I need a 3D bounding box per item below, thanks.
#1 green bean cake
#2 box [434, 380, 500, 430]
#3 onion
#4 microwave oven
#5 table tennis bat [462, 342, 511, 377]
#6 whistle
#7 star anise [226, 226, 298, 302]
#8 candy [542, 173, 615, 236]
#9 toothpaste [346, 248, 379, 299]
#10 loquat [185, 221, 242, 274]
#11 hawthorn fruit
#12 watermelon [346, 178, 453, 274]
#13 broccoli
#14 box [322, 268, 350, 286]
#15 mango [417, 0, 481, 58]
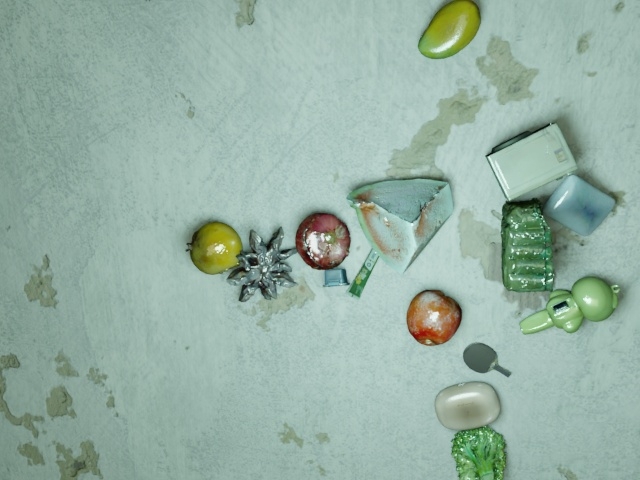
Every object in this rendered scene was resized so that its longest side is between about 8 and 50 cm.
[{"bbox_3d":[0.573,0.010,1.691,0.132,0.241,0.255,-4,100,16],"label":"green bean cake"},{"bbox_3d":[0.461,0.520,1.889,0.200,0.088,0.146,-14,96,14],"label":"box"},{"bbox_3d":[0.000,0.000,1.862,0.184,0.147,0.184,-4,99,-25],"label":"onion"},{"bbox_3d":[0.592,-0.224,1.701,0.205,0.129,0.163,-25,93,14],"label":"microwave oven"},{"bbox_3d":[0.524,0.382,1.889,0.158,0.014,0.095,30,104,6],"label":"table tennis bat"},{"bbox_3d":[0.741,0.205,1.774,0.294,0.141,0.141,-38,92,34],"label":"whistle"},{"bbox_3d":[-0.177,0.086,1.897,0.212,0.129,0.283,29,95,-26],"label":"star anise"},{"bbox_3d":[0.734,-0.098,1.710,0.174,0.071,0.138,26,113,-17],"label":"candy"},{"bbox_3d":[0.144,0.094,1.898,0.049,0.031,0.204,28,106,5],"label":"toothpaste"},{"bbox_3d":[-0.324,0.031,1.916,0.204,0.149,0.172,22,104,-11],"label":"loquat"},{"bbox_3d":[0.340,0.235,1.820,0.172,0.173,0.173,2,101,10],"label":"hawthorn fruit"},{"bbox_3d":[0.231,-0.034,1.762,0.319,0.214,0.290,3,103,-2],"label":"watermelon"},{"bbox_3d":[0.492,0.693,1.864,0.194,0.194,0.220,18,100,7],"label":"broccoli"},{"bbox_3d":[0.050,0.118,1.889,0.074,0.099,0.054,-4,85,12],"label":"box"},{"bbox_3d":[0.362,-0.591,1.693,0.194,0.092,0.130,-30,95,19],"label":"mango"}]
